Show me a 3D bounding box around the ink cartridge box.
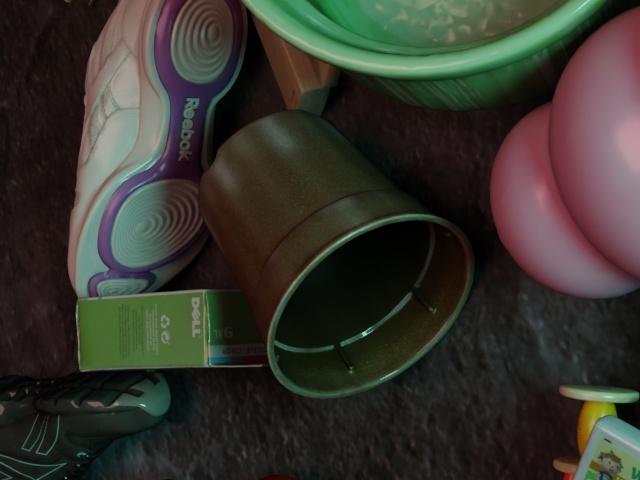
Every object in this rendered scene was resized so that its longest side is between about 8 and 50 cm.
[{"bbox_3d":[-0.086,0.070,1.222,0.209,0.109,0.062,-6,85,42],"label":"ink cartridge box"}]

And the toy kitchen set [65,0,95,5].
[{"bbox_3d":[-0.204,-0.240,1.374,0.075,0.068,0.083,47,118,34],"label":"toy kitchen set"}]

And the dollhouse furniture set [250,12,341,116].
[{"bbox_3d":[0.032,-0.177,1.185,0.151,0.123,0.144,110,142,-63],"label":"dollhouse furniture set"}]

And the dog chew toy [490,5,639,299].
[{"bbox_3d":[0.229,-0.063,0.892,0.332,0.207,0.206,-29,69,45],"label":"dog chew toy"}]

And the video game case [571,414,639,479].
[{"bbox_3d":[0.230,0.238,0.938,0.212,0.023,0.193,30,117,27],"label":"video game case"}]

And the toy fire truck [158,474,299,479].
[{"bbox_3d":[-0.084,0.333,1.193,0.302,0.169,0.254,-9,105,42],"label":"toy fire truck"}]

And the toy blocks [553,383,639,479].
[{"bbox_3d":[0.204,0.173,0.990,0.123,0.054,0.148,5,91,42],"label":"toy blocks"}]

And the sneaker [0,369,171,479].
[{"bbox_3d":[-0.224,0.170,1.371,0.267,0.101,0.106,-11,102,41],"label":"sneaker"}]

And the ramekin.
[{"bbox_3d":[0.087,-0.230,0.993,0.303,0.148,0.303,-4,77,17],"label":"ramekin"}]

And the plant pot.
[{"bbox_3d":[0.000,0.000,1.126,0.167,0.167,0.165,-59,45,23],"label":"plant pot"}]

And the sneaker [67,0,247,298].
[{"bbox_3d":[-0.148,-0.091,1.309,0.152,0.114,0.305,33,107,55],"label":"sneaker"}]
